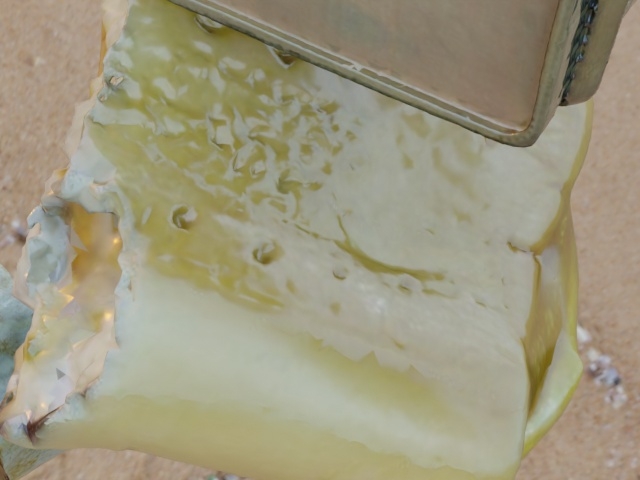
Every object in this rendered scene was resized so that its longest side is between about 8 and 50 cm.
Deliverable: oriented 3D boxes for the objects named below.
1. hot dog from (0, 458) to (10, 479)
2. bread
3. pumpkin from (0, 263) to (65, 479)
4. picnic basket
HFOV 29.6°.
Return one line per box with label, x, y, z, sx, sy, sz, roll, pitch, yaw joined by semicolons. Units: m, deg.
hot dog;-0.339;0.260;1.130;0.122;0.196;0.272;-18;105;0
bread;0.000;0.000;0.800;0.394;0.250;0.361;19;69;-23
pumpkin;-0.465;0.171;1.499;0.199;0.332;0.332;-35;84;-29
picnic basket;0.031;-0.176;0.558;0.267;0.165;0.139;25;49;18
